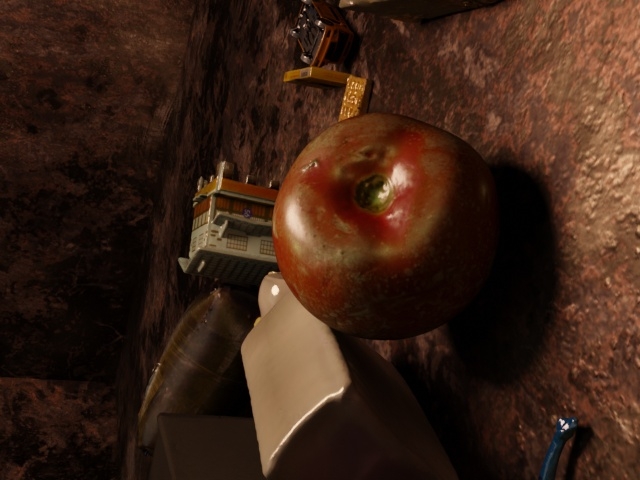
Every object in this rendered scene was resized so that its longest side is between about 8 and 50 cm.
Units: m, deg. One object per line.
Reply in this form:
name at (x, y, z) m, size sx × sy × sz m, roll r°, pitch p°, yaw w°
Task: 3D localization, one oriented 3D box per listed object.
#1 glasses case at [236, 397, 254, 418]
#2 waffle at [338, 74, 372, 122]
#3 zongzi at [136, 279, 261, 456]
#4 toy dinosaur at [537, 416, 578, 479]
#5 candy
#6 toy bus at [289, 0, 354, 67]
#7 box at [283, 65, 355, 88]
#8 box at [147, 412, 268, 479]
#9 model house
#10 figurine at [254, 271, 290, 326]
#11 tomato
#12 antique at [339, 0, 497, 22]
glasses case at (-0.162, 0.421, 1.750) m, size 0.071 × 0.047 × 0.205 m, roll 175°, pitch 101°, yaw -70°
waffle at (0.055, -0.219, 1.412) m, size 0.092 × 0.021 × 0.135 m, roll -141°, pitch 61°, yaw -66°
zongzi at (-0.253, 0.258, 1.760) m, size 0.403 × 0.207 × 0.432 m, roll -59°, pitch 14°, yaw 4°
toy dinosaur at (0.178, 0.316, 0.849) m, size 0.329 × 0.076 × 0.144 m, roll 123°, pitch 155°, yaw -45°
candy at (0.021, 0.209, 1.008) m, size 0.145 × 0.208 × 0.359 m, roll -44°, pitch 20°, yaw 4°
toy bus at (0.005, -0.387, 1.506) m, size 0.195 × 0.088 × 0.083 m, roll -109°, pitch 37°, yaw -53°
box at (-0.005, -0.302, 1.504) m, size 0.155 × 0.086 × 0.023 m, roll -160°, pitch 75°, yaw -69°
box at (-0.165, 0.490, 1.446) m, size 0.345 × 0.251 × 0.205 m, roll -128°, pitch 49°, yaw -63°
model house at (-0.150, -0.022, 1.626) m, size 0.198 × 0.224 × 0.216 m, roll 166°, pitch 113°, yaw -66°
figurine at (-0.061, 0.181, 1.455) m, size 0.155 × 0.127 × 0.236 m, roll 10°, pitch 96°, yaw 51°
tomato at (0.080, -0.010, 0.967) m, size 0.223 × 0.270 × 0.270 m, roll 66°, pitch -165°, yaw -57°
antique at (0.153, -0.372, 1.073) m, size 0.284 × 0.150 × 0.125 m, roll 16°, pitch 103°, yaw 61°
